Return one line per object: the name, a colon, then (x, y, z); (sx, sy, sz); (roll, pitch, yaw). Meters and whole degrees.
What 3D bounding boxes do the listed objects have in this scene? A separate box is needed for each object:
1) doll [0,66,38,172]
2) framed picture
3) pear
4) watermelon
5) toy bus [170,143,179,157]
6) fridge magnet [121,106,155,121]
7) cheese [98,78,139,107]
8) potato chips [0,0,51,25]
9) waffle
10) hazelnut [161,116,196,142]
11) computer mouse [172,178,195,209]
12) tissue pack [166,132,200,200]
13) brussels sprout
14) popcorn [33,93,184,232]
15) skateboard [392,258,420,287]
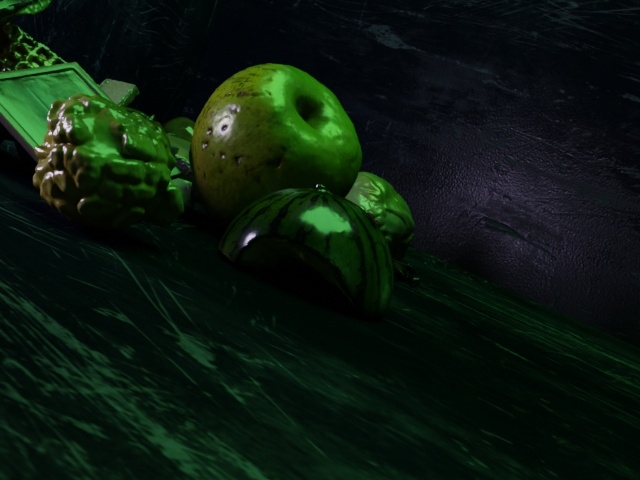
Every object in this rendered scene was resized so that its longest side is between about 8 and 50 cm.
doll: (-0.520, -0.210, 1.376); (0.258, 0.154, 0.228); (36, 36, -5)
framed picture: (-0.422, -0.192, 1.284); (0.315, 0.024, 0.232); (44, 36, 11)
pear: (-0.111, -0.173, 1.594); (0.390, 0.391, 0.391); (22, 6, -2)
watermelon: (0.000, 0.000, 1.341); (0.330, 0.190, 0.331); (26, 10, -5)
toy bus: (-0.502, -0.229, 1.709); (0.329, 0.136, 0.109); (23, 5, 10)
fridge magnet: (-0.395, -0.197, 1.537); (0.208, 0.088, 0.208); (31, 38, -28)
cheese: (-0.498, -0.254, 1.575); (0.085, 0.034, 0.400); (17, 37, 1)
potato chips: (-0.851, -0.503, 1.762); (0.358, 0.429, 0.070); (-6, -54, 29)
waffle: (-0.730, -0.401, 1.859); (0.308, 0.091, 0.213); (37, 41, -14)
hazelnut: (-0.429, -0.278, 2.299); (0.214, 0.176, 0.214); (32, -29, 20)
computer mouse: (-0.325, -0.100, 1.622); (0.102, 0.045, 0.199); (13, 15, -13)
tissue pack: (-0.371, -0.197, 1.995); (0.214, 0.123, 0.257); (24, 13, -7)
brussels sprout: (0.126, -0.059, 2.098); (0.274, 0.242, 0.316); (51, 14, 25)
popcorn: (-0.314, -0.112, 1.106); (0.216, 0.181, 0.235); (18, 18, -31)
skateboard: (0.201, 0.079, 1.951); (0.151, 0.067, 0.080); (25, 14, -16)
